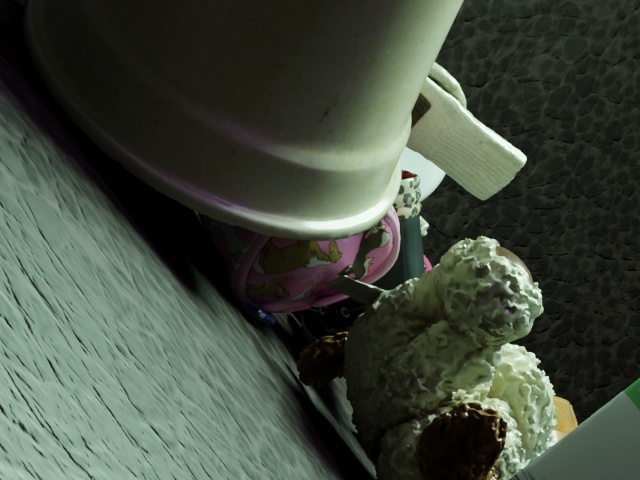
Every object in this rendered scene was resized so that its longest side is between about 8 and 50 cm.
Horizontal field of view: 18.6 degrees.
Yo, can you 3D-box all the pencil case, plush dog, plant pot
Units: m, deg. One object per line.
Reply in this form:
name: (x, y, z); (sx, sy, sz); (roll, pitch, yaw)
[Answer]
pencil case: (-0.079, -0.107, 1.720); (0.160, 0.167, 0.386); (6, 41, -42)
plush dog: (0.093, 0.157, 1.584); (0.262, 0.211, 0.225); (76, 4, -51)
plant pot: (-0.010, -0.222, 1.482); (0.334, 0.305, 0.334); (24, 33, -17)

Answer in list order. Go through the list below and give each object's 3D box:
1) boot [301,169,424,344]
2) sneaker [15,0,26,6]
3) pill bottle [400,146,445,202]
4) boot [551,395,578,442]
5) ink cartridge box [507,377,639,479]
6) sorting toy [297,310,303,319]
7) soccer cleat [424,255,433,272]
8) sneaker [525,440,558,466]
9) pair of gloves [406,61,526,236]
boot: (0.042, 0.019, 1.802); (0.236, 0.085, 0.178); (-162, -115, -68)
sneaker: (-0.230, -0.246, 1.577); (0.080, 0.094, 0.212); (53, 4, 3)
pill bottle: (0.044, -0.103, 2.514); (0.188, 0.188, 0.334); (54, -13, 1)
boot: (0.296, 0.318, 2.371); (0.283, 0.109, 0.220); (49, 26, -65)
ink cartridge box: (0.234, 0.246, 1.498); (0.211, 0.289, 0.121); (51, 3, -43)
sorting toy: (0.007, 0.035, 2.070); (0.365, 0.127, 0.126); (-28, 106, -84)
soccer cleat: (0.135, 0.138, 2.595); (0.331, 0.116, 0.143); (60, -9, 32)
sneaker: (0.246, 0.327, 1.970); (0.147, 0.130, 0.330); (23, -42, 62)
pair of gloves: (0.047, -0.083, 1.794); (0.204, 0.240, 0.042); (46, 49, -11)
